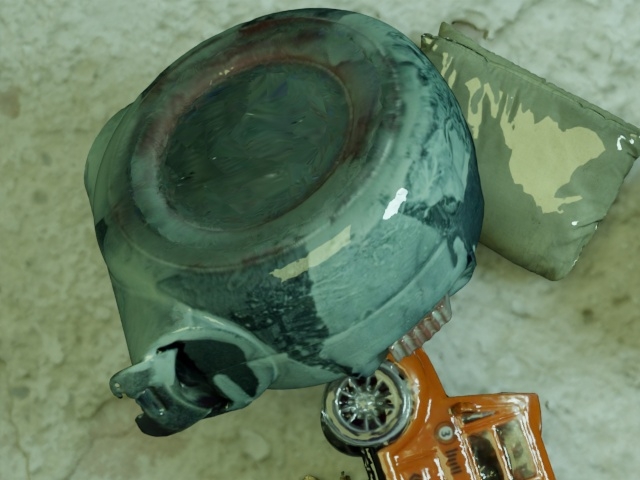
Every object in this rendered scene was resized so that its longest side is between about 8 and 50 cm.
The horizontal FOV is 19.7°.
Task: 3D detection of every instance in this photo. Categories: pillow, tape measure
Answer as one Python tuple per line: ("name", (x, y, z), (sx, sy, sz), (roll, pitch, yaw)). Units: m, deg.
("pillow", (0.134, -0.062, 1.327), (0.181, 0.078, 0.134), (28, 96, 12))
("tape measure", (-0.027, -0.023, 1.233), (0.275, 0.147, 0.256), (-26, 48, 6))

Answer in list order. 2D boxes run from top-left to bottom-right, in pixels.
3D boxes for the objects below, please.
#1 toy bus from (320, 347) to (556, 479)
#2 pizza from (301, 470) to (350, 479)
("toy bus", (0.103, 0.209, 1.271), (0.153, 0.143, 0.329), (-18, 80, -5))
("pizza", (-0.013, 0.194, 1.358), (0.083, 0.016, 0.037), (-29, 80, 10))
